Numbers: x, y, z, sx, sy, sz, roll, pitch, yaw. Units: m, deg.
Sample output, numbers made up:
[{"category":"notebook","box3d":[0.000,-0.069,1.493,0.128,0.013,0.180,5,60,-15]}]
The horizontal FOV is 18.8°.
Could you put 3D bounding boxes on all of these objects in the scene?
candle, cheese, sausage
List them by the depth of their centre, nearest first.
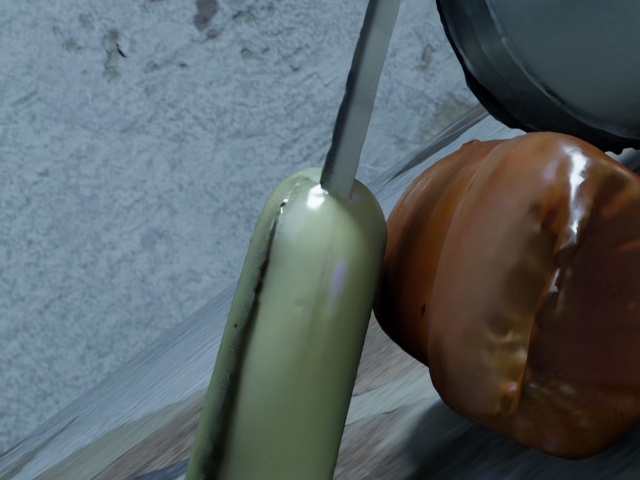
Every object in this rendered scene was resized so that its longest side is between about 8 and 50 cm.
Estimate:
[{"category":"sausage","box3d":[0.075,0.014,0.707,0.348,0.094,0.097,-141,67,-86]},{"category":"cheese","box3d":[0.000,0.000,0.730,0.127,0.054,0.251,-80,5,-75]},{"category":"candle","box3d":[0.213,-0.178,1.024,0.221,0.221,0.342,-36,7,-27]}]
